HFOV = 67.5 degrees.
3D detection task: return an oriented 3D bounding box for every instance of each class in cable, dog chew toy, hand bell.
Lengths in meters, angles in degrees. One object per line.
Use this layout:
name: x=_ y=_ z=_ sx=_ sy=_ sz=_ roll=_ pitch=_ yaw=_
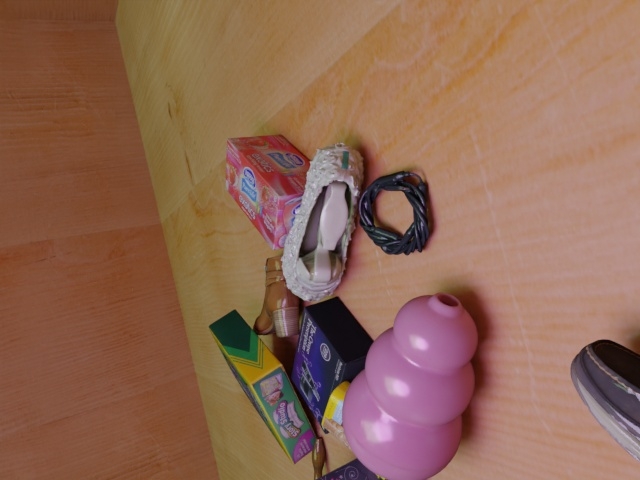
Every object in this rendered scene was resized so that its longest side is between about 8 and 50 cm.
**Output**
cable: x=0.134 y=-0.045 z=0.874 sx=0.184 sy=0.047 sz=0.151 roll=-10 pitch=97 yaw=58
dog chew toy: x=0.157 y=0.234 z=0.792 sx=0.206 sy=0.206 sz=0.332 roll=43 pitch=128 yaw=46
hand bell: x=-0.005 y=0.686 z=1.370 sx=0.126 sy=0.126 sz=0.242 roll=1 pitch=89 yaw=60

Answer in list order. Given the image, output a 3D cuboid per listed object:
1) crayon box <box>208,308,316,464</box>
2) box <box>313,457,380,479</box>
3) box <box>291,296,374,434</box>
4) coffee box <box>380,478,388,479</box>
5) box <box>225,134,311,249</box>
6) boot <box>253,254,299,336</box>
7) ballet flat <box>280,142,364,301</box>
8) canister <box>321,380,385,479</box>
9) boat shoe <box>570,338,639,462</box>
crayon box: x=-0.167 y=0.426 z=1.413 sx=0.313 sy=0.106 sz=0.363 roll=32 pitch=148 yaw=50
box: x=0.082 y=0.659 z=1.110 sx=0.247 sy=0.163 sz=0.142 roll=60 pitch=148 yaw=28
box: x=0.026 y=0.296 z=1.134 sx=0.184 sy=0.103 sz=0.261 roll=46 pitch=138 yaw=39
coffee box: x=0.129 y=0.432 z=1.063 sx=0.113 sy=0.040 sz=0.184 roll=26 pitch=122 yaw=55
box: x=-0.103 y=-0.127 z=1.141 sx=0.300 sy=0.154 sz=0.142 roll=49 pitch=140 yaw=43
boot: x=-0.137 y=0.158 z=1.367 sx=0.283 sy=0.109 sz=0.220 roll=154 pitch=109 yaw=-72
ballet flat: x=0.000 y=0.000 z=0.993 sx=0.147 sy=0.147 sz=0.409 roll=48 pitch=140 yaw=41
canister: x=0.092 y=0.384 z=0.980 sx=0.170 sy=0.073 sz=0.126 roll=31 pitch=122 yaw=29
boat shoe: x=0.408 y=0.182 z=0.413 sx=0.355 sy=0.132 sz=0.130 roll=35 pitch=121 yaw=40
